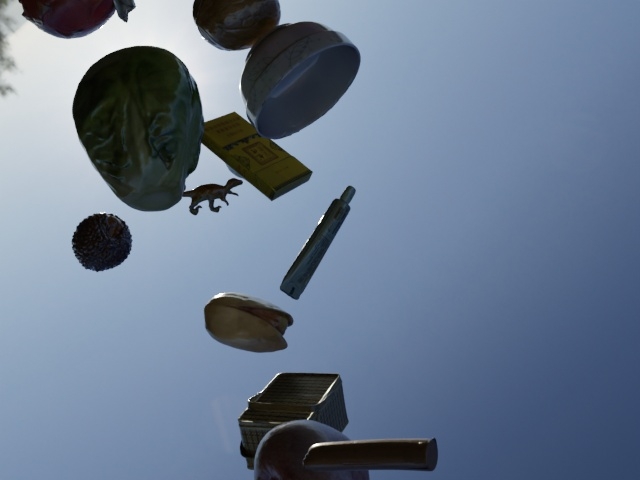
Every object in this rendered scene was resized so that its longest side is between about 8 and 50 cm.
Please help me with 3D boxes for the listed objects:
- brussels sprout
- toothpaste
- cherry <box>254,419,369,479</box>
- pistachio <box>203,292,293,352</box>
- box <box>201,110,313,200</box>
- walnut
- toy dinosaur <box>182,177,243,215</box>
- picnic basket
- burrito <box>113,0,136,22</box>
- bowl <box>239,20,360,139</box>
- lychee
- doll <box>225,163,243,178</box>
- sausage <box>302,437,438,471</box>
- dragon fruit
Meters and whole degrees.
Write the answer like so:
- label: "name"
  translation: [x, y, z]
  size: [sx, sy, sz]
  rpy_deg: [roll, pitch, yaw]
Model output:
- label: "brussels sprout"
  translation: [-0.308, -0.189, 1.179]
  size: [0.220, 0.271, 0.210]
  rpy_deg: [-10, 172, 3]
- label: "toothpaste"
  translation: [0.000, 0.000, 1.366]
  size: [0.037, 0.067, 0.255]
  rpy_deg: [22, -103, 42]
- label: "cherry"
  translation: [-0.014, 0.511, 1.446]
  size: [0.221, 0.307, 0.261]
  rpy_deg: [-28, -117, 32]
- label: "pistachio"
  translation: [-0.243, 0.267, 2.274]
  size: [0.299, 0.187, 0.187]
  rpy_deg: [10, -135, 7]
- label: "box"
  translation: [-0.171, -0.216, 1.714]
  size: [0.153, 0.279, 0.041]
  rpy_deg: [-33, 157, -47]
- label: "walnut"
  translation: [-0.183, -0.497, 1.497]
  size: [0.207, 0.167, 0.167]
  rpy_deg: [-27, -164, -34]
- label: "toy dinosaur"
  translation: [-0.260, -0.109, 1.493]
  size: [0.039, 0.162, 0.126]
  rpy_deg: [-90, -156, -43]
- label: "picnic basket"
  translation: [-0.076, 0.514, 1.979]
  size: [0.228, 0.175, 0.313]
  rpy_deg: [-3, -164, 25]
- label: "burrito"
  translation: [-0.454, -0.564, 1.542]
  size: [0.042, 0.171, 0.051]
  rpy_deg: [15, -113, 14]
- label: "bowl"
  translation: [-0.064, -0.371, 1.514]
  size: [0.287, 0.143, 0.287]
  rpy_deg: [-35, 164, -12]
- label: "lychee"
  translation: [-0.666, 0.011, 2.066]
  size: [0.188, 0.188, 0.188]
  rpy_deg: [-32, -151, 20]
- label: "doll"
  translation: [-0.252, -0.238, 2.075]
  size: [0.104, 0.214, 0.071]
  rpy_deg: [18, -111, 33]
- label: "sausage"
  translation: [0.037, 0.172, 0.546]
  size: [0.116, 0.026, 0.026]
  rpy_deg: [-12, -141, 30]
- label: "dragon fruit"
  translation: [-0.645, -0.635, 1.755]
  size: [0.252, 0.241, 0.241]
  rpy_deg: [-22, -160, -23]
